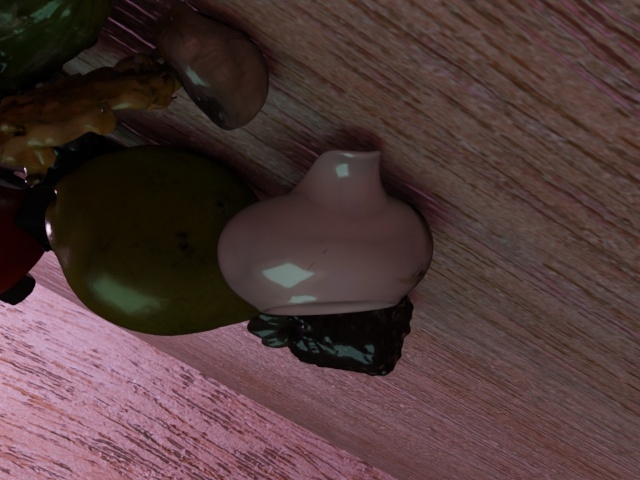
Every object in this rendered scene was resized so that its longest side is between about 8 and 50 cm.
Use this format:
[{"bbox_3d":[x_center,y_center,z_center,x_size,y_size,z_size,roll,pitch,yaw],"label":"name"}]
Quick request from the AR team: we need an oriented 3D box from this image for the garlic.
[{"bbox_3d":[-0.077,-0.133,0.858,0.084,0.066,0.152,50,179,38],"label":"garlic"}]

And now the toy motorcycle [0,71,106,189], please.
[{"bbox_3d":[-0.379,-0.146,1.131,0.188,0.143,0.327,21,-179,28],"label":"toy motorcycle"}]

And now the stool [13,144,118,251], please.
[{"bbox_3d":[-0.265,-0.024,1.377,0.232,0.141,0.232,24,165,7],"label":"stool"}]

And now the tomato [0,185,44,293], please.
[{"bbox_3d":[-0.454,0.001,1.450,0.136,0.195,0.195,46,160,-17],"label":"tomato"}]

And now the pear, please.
[{"bbox_3d":[-0.168,0.002,1.183,0.269,0.212,0.212,24,166,-9],"label":"pear"}]

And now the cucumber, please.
[{"bbox_3d":[-0.226,-0.182,0.808,0.134,0.134,0.244,37,158,-34],"label":"cucumber"}]

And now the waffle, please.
[{"bbox_3d":[-0.239,-0.096,0.901,0.280,0.262,0.060,-82,-29,-71],"label":"waffle"}]

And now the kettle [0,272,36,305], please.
[{"bbox_3d":[-0.613,-0.049,1.655,0.361,0.250,0.376,36,171,18],"label":"kettle"}]

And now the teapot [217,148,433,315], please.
[{"bbox_3d":[0.000,0.000,1.029,0.204,0.139,0.298,-3,172,-20],"label":"teapot"}]

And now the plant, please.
[{"bbox_3d":[0.010,0.089,1.331,0.195,0.132,0.129,16,159,19],"label":"plant"}]
